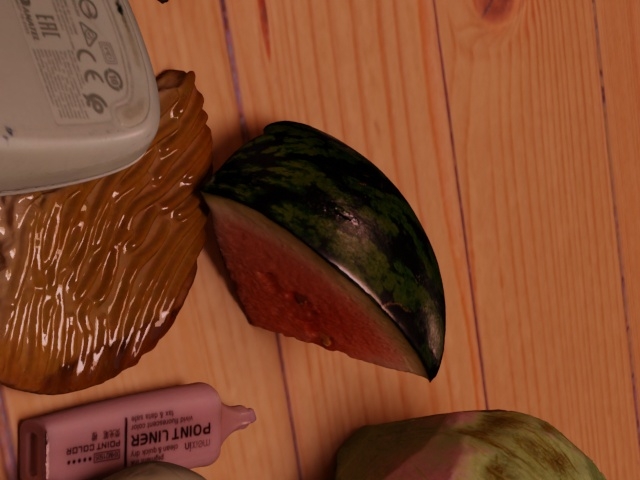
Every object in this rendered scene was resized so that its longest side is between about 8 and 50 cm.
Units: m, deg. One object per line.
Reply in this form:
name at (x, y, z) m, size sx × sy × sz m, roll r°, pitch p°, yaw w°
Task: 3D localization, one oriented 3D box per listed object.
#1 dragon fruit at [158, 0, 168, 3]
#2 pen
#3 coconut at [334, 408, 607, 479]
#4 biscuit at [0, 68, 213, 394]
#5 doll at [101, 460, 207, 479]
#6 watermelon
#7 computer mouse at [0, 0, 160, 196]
dragon fruit at (-0.082, -0.243, 1.060) m, size 0.137 × 0.135 × 0.235 m, roll 36°, pitch 46°, yaw -44°
pen at (-0.102, 0.117, 1.138) m, size 0.197 × 0.032 × 0.053 m, roll -6°, pitch 97°, yaw -53°
coconut at (0.106, 0.208, 1.296) m, size 0.236 × 0.236 × 0.204 m, roll -45°, pitch 163°, yaw -43°
biscuit at (-0.126, -0.012, 1.093) m, size 0.176 × 0.031 × 0.228 m, roll 41°, pitch 61°, yaw -50°
doll at (-0.086, 0.215, 1.112) m, size 0.275 × 0.113 × 0.154 m, roll 35°, pitch 74°, yaw -43°
watermelon at (0.014, -0.011, 1.214) m, size 0.193 × 0.137 × 0.145 m, roll 43°, pitch 57°, yaw -16°
computer mouse at (-0.204, -0.089, 0.910) m, size 0.288 × 0.097 × 0.159 m, roll -5°, pitch 68°, yaw -54°
